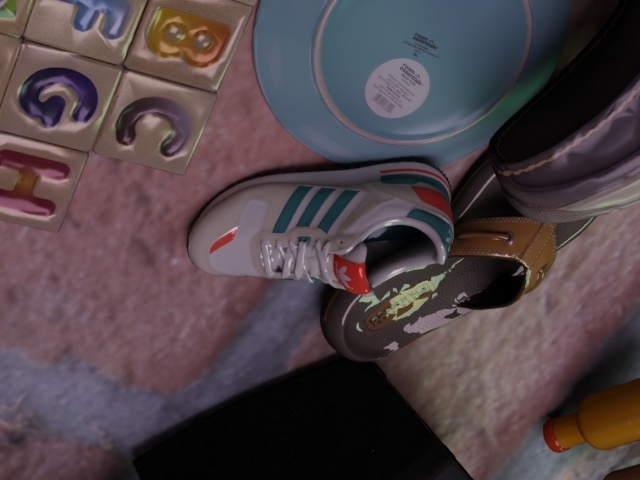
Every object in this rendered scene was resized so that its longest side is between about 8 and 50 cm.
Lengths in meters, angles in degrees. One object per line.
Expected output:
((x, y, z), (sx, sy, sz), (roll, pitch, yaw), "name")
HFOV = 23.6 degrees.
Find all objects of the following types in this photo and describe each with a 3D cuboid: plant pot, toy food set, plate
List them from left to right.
((0.020, 0.187, 0.981), (0.167, 0.188, 0.187), (-40, 125, -2), "plant pot")
((0.056, -0.114, 0.866), (0.188, 0.024, 0.188), (-8, 126, -11), "plate")
((0.269, 0.175, 1.083), (0.232, 0.111, 0.104), (20, 148, -38), "toy food set")

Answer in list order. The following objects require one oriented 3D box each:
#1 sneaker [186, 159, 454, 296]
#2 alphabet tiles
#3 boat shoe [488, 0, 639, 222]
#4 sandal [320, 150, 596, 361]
((0.000, 0.000, 0.889), (0.161, 0.075, 0.057), (-9, 126, 3), "sneaker")
((-0.199, -0.144, 0.784), (0.342, 0.011, 0.285), (14, 119, -23), "alphabet tiles")
((0.220, -0.158, 0.830), (0.355, 0.132, 0.130), (-41, 111, 2), "boat shoe")
((0.097, 0.009, 0.938), (0.219, 0.060, 0.090), (-34, 126, 6), "sandal")
